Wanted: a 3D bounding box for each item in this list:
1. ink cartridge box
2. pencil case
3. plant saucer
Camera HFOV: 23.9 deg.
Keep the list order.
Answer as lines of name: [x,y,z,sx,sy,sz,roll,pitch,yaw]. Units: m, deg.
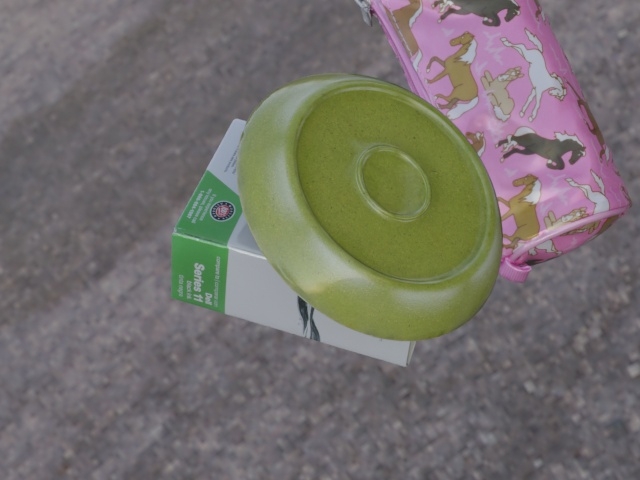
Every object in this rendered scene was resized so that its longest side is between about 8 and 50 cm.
ink cartridge box: [0.000,0.000,1.247,0.208,0.086,0.153,16,45,9]
pencil case: [0.177,-0.155,1.578,0.167,0.386,0.160,-30,-9,26]
plant saucer: [0.050,-0.038,1.192,0.037,0.241,0.241,-46,10,50]
